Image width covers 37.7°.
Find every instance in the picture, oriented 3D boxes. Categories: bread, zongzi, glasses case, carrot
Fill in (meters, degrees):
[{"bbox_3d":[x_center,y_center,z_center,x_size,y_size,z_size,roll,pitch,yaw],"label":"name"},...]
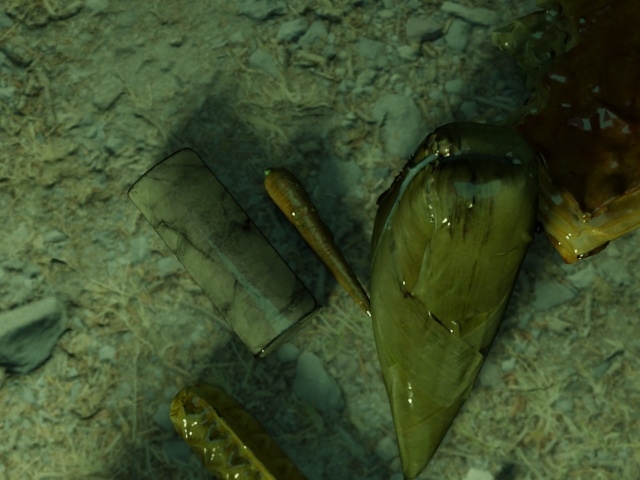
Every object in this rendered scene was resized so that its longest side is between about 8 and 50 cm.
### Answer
[{"bbox_3d":[0.354,-0.158,1.240,0.314,0.191,0.370,-28,61,-2],"label":"bread"},{"bbox_3d":[0.148,0.077,1.085,0.174,0.356,0.393,7,74,-3],"label":"zongzi"},{"bbox_3d":[-0.132,0.014,1.266,0.114,0.060,0.299,-38,75,-10],"label":"glasses case"},{"bbox_3d":[0.000,0.000,1.275,0.049,0.049,0.254,-32,76,-8],"label":"carrot"},{"bbox_3d":[-0.053,0.319,1.159,0.367,0.084,0.077,45,122,16],"label":"bread"}]
